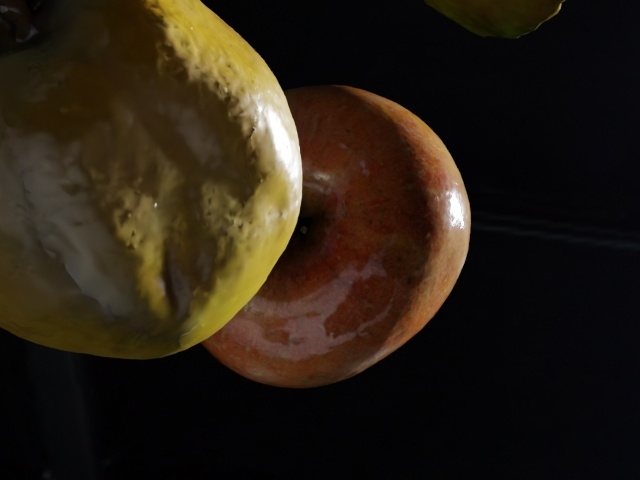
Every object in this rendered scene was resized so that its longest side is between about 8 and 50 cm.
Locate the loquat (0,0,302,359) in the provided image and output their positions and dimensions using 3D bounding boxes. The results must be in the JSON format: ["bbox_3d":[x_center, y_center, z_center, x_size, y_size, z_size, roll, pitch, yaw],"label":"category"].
[{"bbox_3d":[-0.110,-0.044,0.589,0.176,0.187,0.234,2,-34,40],"label":"loquat"}]

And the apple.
[{"bbox_3d":[0.000,0.000,0.982,0.253,0.253,0.253,5,-41,5],"label":"apple"}]

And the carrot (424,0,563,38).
[{"bbox_3d":[0.068,-0.213,0.456,0.340,0.241,0.241,24,-43,-13],"label":"carrot"}]
